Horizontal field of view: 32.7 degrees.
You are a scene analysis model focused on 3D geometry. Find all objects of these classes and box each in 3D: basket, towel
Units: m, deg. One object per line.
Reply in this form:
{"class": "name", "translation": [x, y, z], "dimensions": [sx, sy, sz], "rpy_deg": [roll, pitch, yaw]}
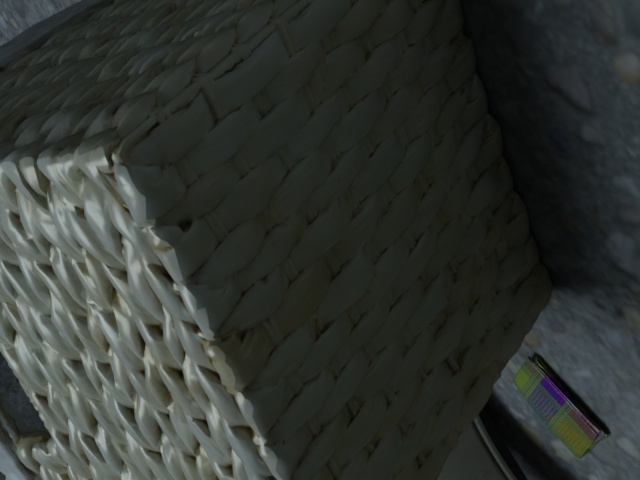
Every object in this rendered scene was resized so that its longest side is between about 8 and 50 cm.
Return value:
{"class": "basket", "translation": [-0.054, 0.003, 0.706], "dimensions": [0.266, 0.331, 0.328], "rpy_deg": [-2, 122, 39]}
{"class": "towel", "translation": [0.186, 0.131, 0.854], "dimensions": [0.083, 0.009, 0.060], "rpy_deg": [49, 157, 20]}

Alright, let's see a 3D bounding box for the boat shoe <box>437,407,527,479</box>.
{"class": "boat shoe", "translation": [0.141, 0.246, 0.930], "dimensions": [0.095, 0.112, 0.335], "rpy_deg": [63, -177, -62]}
